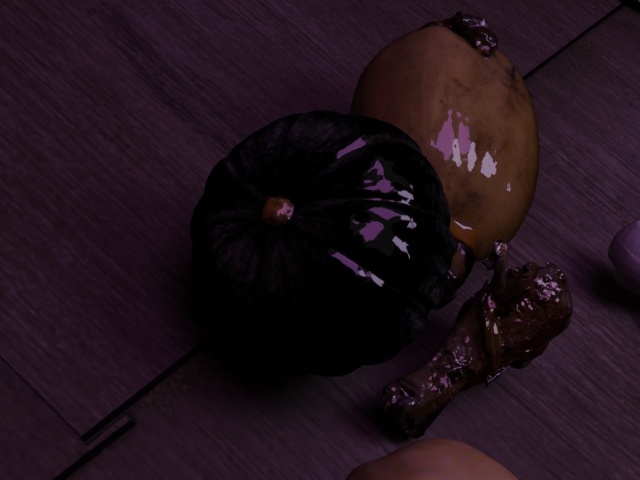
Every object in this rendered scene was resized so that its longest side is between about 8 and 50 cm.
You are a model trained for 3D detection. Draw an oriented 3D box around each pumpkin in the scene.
[{"bbox_3d":[0.000,0.000,0.837,0.162,0.220,0.220,32,26,-58],"label":"pumpkin"}]

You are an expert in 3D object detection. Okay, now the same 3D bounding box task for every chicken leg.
[{"bbox_3d":[0.131,0.088,0.897,0.196,0.125,0.080,-45,60,-3],"label":"chicken leg"}]

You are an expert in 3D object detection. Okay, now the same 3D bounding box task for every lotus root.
[{"bbox_3d":[0.114,-0.066,0.979,0.182,0.183,0.310,13,54,-14],"label":"lotus root"}]

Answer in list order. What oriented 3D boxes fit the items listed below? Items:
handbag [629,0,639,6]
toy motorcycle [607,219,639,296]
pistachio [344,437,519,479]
[{"bbox_3d":[0.543,-0.485,1.447,0.275,0.302,0.178,-16,53,-37],"label":"handbag"},{"bbox_3d":[0.397,0.067,1.049,0.254,0.112,0.112,37,46,0],"label":"toy motorcycle"},{"bbox_3d":[0.091,0.271,0.667,0.187,0.187,0.299,-1,54,-25],"label":"pistachio"}]
